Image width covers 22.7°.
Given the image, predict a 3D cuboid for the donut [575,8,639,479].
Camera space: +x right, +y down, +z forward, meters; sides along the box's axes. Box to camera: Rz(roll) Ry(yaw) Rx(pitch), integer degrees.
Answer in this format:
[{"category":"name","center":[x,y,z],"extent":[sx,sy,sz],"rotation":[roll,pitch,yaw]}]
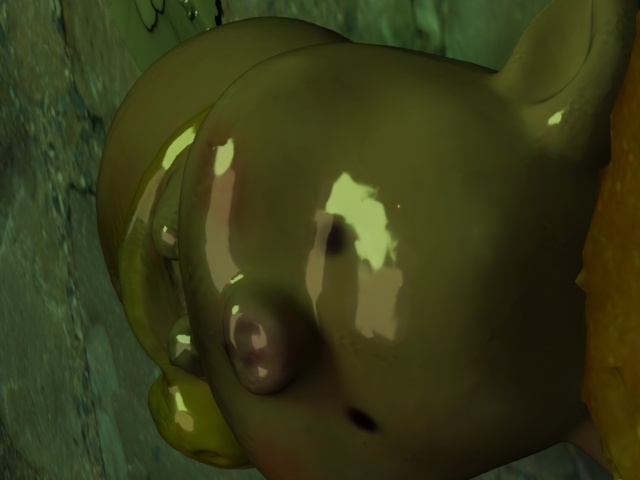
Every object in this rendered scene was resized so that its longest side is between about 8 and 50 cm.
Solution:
[{"category":"donut","center":[0.143,0.039,0.277],"extent":[0.253,0.118,0.253],"rotation":[169,90,-67]}]

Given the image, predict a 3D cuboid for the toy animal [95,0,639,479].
[{"category":"toy animal","center":[0.002,0.002,0.531],"extent":[0.248,0.149,0.165],"rotation":[18,132,54]}]

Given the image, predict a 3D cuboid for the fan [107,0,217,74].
[{"category":"fan","center":[-0.061,-0.111,0.758],"extent":[0.329,0.009,0.190],"rotation":[61,151,30]}]
